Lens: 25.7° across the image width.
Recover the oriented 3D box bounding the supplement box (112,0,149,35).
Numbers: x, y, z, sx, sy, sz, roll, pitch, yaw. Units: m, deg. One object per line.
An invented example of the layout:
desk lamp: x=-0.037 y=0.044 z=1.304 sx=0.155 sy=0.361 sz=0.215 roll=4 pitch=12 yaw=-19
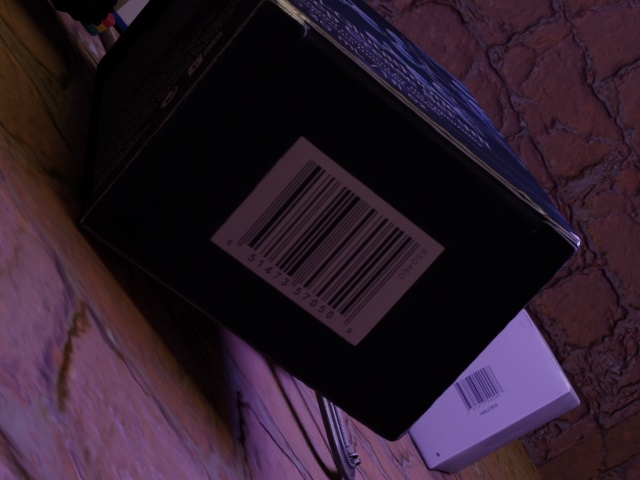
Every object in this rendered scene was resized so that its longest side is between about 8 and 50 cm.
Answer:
supplement box: x=-0.181 y=-0.248 z=1.462 sx=0.056 sy=0.083 sz=0.083 roll=45 pitch=-5 yaw=38

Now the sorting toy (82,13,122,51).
sorting toy: x=-0.154 y=-0.145 z=1.423 sx=0.132 sy=0.046 sz=0.274 roll=64 pitch=7 yaw=34

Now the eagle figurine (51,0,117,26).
eagle figurine: x=-0.226 y=-0.336 z=1.119 sx=0.225 sy=0.226 sz=0.298 roll=40 pitch=3 yaw=25

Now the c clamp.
c clamp: x=0.012 y=0.155 z=1.321 sx=0.137 sy=0.022 sz=0.160 roll=68 pitch=7 yaw=-66

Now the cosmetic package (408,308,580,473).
cosmetic package: x=0.238 y=0.222 z=2.015 sx=0.138 sy=0.224 sz=0.225 roll=62 pitch=6 yaw=18

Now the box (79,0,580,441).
box: x=-0.011 y=-0.077 z=1.131 sx=0.293 sy=0.212 sz=0.395 roll=37 pitch=13 yaw=-20
